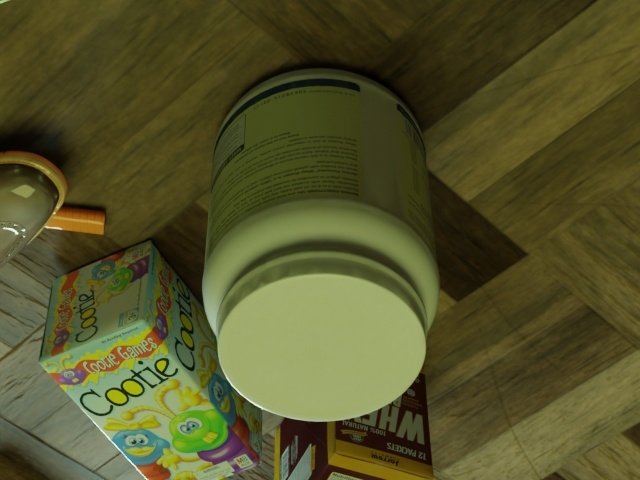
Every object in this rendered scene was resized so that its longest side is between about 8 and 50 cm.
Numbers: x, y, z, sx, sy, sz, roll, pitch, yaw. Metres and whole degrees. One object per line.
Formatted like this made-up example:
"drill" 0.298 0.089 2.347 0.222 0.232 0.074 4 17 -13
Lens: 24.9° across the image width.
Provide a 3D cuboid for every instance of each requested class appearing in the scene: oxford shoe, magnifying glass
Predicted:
"oxford shoe" -0.423 0.029 1.603 0.364 0.132 0.130 -32 123 25
"magnifying glass" -0.362 -0.033 1.652 0.231 0.026 0.092 6 130 -7

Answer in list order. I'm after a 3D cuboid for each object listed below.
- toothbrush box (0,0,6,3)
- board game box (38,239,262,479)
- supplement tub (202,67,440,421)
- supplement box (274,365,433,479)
"toothbrush box" -0.239 -0.359 1.310 0.283 0.122 0.206 -17 128 14
"board game box" -0.195 0.159 1.739 0.142 0.144 0.275 -22 128 16
"supplement tub" 0.000 0.000 1.486 0.236 0.324 0.235 0 130 0
"supplement box" 0.037 0.267 1.803 0.129 0.191 0.194 18 129 -15
